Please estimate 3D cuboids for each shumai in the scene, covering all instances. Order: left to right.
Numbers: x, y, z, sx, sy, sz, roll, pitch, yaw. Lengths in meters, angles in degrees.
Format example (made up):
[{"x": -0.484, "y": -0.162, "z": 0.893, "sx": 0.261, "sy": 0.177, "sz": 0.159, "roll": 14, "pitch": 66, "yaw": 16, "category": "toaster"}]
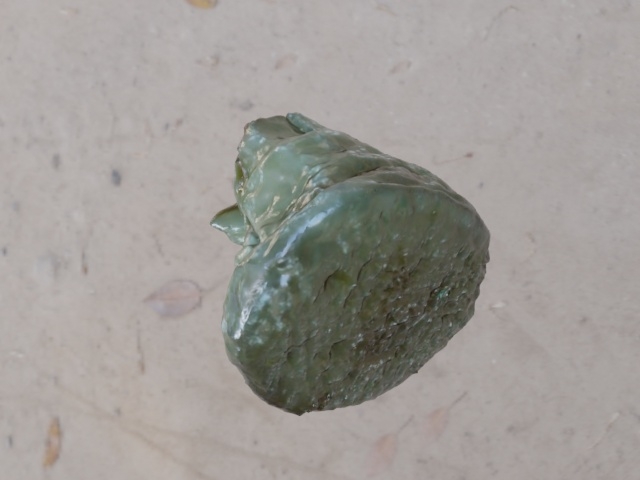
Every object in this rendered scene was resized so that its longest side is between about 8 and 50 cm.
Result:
[{"x": 0.000, "y": 0.000, "z": 1.293, "sx": 0.324, "sy": 0.397, "sz": 0.323, "roll": -53, "pitch": 52, "yaw": 17, "category": "shumai"}]
